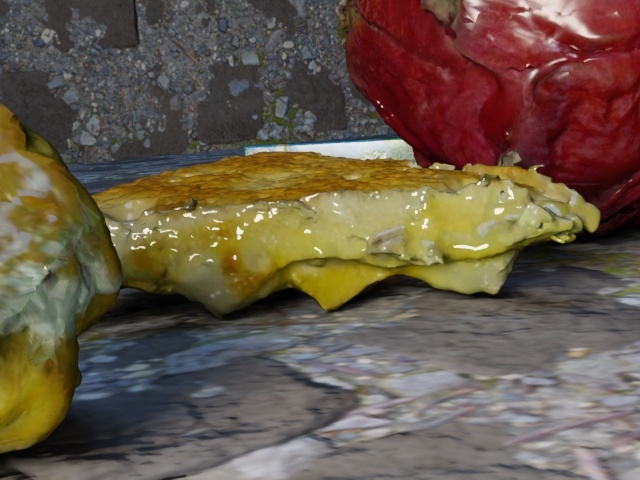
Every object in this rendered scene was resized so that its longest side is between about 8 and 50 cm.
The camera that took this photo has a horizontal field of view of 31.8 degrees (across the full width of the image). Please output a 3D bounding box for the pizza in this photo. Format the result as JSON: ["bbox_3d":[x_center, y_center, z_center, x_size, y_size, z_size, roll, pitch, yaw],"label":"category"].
[{"bbox_3d":[0.000,0.000,0.596,0.287,0.075,0.280,3,14,32],"label":"pizza"}]

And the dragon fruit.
[{"bbox_3d":[0.182,-0.148,0.750,0.329,0.329,0.329,-4,7,1],"label":"dragon fruit"}]

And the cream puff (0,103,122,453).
[{"bbox_3d":[-0.137,0.020,0.351,0.146,0.146,0.116,-8,-31,-29],"label":"cream puff"}]

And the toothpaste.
[{"bbox_3d":[0.027,-0.116,1.572,0.266,0.050,0.065,-3,4,7],"label":"toothpaste"}]
